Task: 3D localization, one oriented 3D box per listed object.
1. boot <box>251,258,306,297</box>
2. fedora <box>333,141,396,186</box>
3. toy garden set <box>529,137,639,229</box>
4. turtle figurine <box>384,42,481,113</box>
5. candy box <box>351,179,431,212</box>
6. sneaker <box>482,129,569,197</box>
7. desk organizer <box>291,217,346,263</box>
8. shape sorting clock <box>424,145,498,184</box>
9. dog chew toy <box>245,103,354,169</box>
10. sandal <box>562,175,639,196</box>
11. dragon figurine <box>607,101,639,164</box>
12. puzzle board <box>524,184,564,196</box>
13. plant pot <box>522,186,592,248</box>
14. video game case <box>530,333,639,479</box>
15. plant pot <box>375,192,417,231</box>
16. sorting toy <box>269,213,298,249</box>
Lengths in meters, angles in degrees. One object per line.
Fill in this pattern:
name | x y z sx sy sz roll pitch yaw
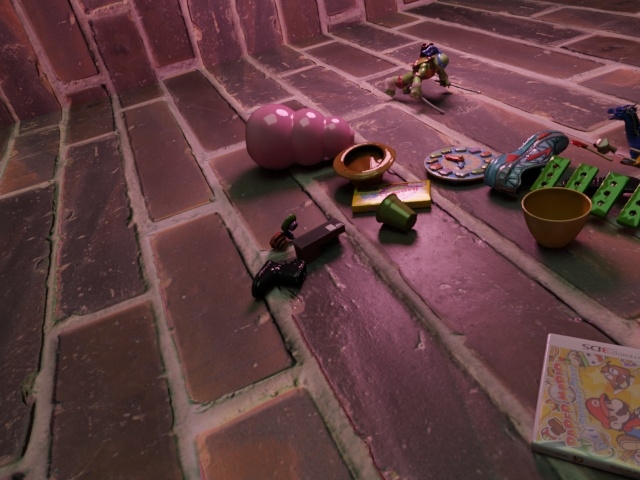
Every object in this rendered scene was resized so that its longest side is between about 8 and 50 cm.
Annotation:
boot | -0.090 0.086 1.151 0.099 0.045 0.121 5 37 19
fedora | 0.129 -0.208 1.468 0.195 0.079 0.194 -8 39 7
toy garden set | 0.650 -0.145 1.172 0.244 0.049 0.203 31 84 42
turtle figurine | 0.380 -0.557 1.872 0.197 0.275 0.266 -55 28 -17
candy box | 0.190 -0.118 1.368 0.206 0.027 0.105 -4 38 12
sneaker | 0.550 -0.185 1.309 0.262 0.104 0.125 -31 48 -12
desk organizer | 0.000 0.000 1.236 0.130 0.050 0.047 -29 38 -23
shape sorting clock | 0.395 -0.220 1.437 0.207 0.040 0.206 -8 35 6
dog chew toy | -0.060 -0.323 1.597 0.332 0.206 0.206 1 36 6
sandal | 0.674 -0.123 1.217 0.179 0.040 0.067 6 35 37
dragon figurine | 0.824 -0.245 1.247 0.085 0.143 0.289 -23 36 -14
puzzle board | 0.566 -0.089 1.223 0.097 0.011 0.128 -17 34 -5
plant pot | 0.503 -0.040 1.097 0.134 0.095 0.134 -9 35 6
video game case | 0.442 0.244 0.772 0.207 0.026 0.227 7 39 26
plant pot | 0.191 -0.062 1.251 0.083 0.083 0.079 -34 52 -28
sorting toy | -0.081 -0.014 1.278 0.042 0.061 0.102 38 92 15
